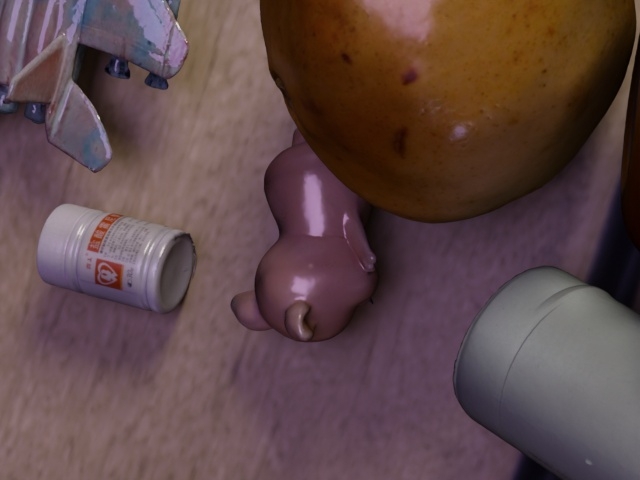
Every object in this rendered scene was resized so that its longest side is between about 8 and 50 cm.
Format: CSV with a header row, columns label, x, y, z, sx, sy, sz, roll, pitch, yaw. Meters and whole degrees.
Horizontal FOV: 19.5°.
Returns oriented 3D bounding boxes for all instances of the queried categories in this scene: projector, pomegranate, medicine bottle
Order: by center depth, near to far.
label,x,y,z,sx,sy,sz,roll,pitch,yaw
projector,0.220,0.126,0.985,0.337,0.108,0.108,33,99,42
pomegranate,0.071,-0.130,1.056,0.233,0.233,0.233,-1,87,19
medicine bottle,-0.132,0.011,1.204,0.089,0.057,0.057,13,92,20

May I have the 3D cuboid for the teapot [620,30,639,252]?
label,x,y,z,sx,sy,sz,roll,pitch,yaw
teapot,0.232,-0.052,1.003,0.135,0.178,0.252,3,43,8

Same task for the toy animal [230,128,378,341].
label,x,y,z,sx,sy,sz,roll,pitch,yaw
toy animal,-0.006,-0.001,1.149,0.089,0.083,0.150,7,72,-1

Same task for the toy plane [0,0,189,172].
label,x,y,z,sx,sy,sz,roll,pitch,yaw
toy plane,-0.163,-0.218,1.204,0.223,0.104,0.326,16,89,19
